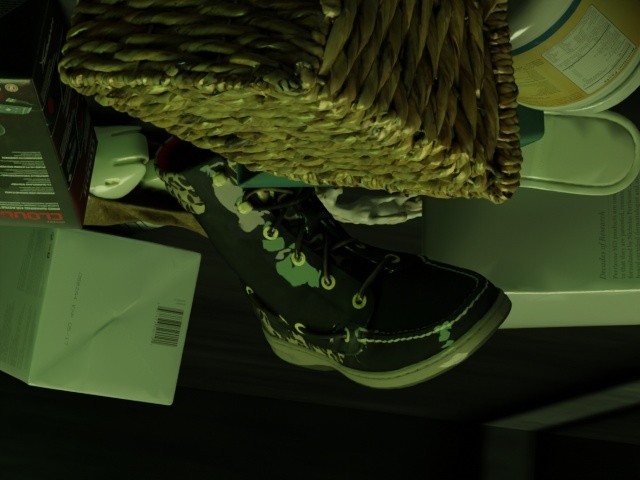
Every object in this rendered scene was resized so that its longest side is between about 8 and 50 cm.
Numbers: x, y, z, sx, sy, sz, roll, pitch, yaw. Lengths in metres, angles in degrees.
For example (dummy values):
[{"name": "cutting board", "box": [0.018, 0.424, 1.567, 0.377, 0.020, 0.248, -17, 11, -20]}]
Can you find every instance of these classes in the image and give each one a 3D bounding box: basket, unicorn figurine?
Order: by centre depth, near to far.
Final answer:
[{"name": "basket", "box": [-0.001, -0.166, 1.344, 0.223, 0.213, 0.299, 24, 169, -39]}, {"name": "unicorn figurine", "box": [0.066, -0.041, 2.187, 0.111, 0.060, 0.162, -7, 162, 39]}]

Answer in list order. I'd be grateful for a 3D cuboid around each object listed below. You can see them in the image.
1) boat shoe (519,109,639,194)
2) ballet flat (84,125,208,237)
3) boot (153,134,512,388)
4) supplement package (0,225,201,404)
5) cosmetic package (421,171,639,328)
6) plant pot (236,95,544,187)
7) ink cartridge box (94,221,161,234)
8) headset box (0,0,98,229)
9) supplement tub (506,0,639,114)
[{"name": "boat shoe", "box": [0.142, -0.108, 1.779, 0.320, 0.116, 0.099, 11, -174, -13]}, {"name": "ballet flat", "box": [-0.190, -0.071, 2.069, 0.342, 0.116, 0.124, 12, 152, -36]}, {"name": "boot", "box": [0.000, 0.000, 1.920, 0.284, 0.138, 0.377, 55, 156, -22]}, {"name": "supplement package", "box": [-0.308, 0.082, 2.414, 0.198, 0.199, 0.263, 11, 180, -28]}, {"name": "cosmetic package", "box": [0.315, 0.004, 2.054, 0.385, 0.156, 0.217, -5, 166, 18]}, {"name": "plant pot", "box": [0.065, -0.133, 1.610, 0.234, 0.165, 0.165, 4, 168, -25]}, {"name": "ink cartridge box", "box": [-0.214, -0.050, 2.273, 0.097, 0.046, 0.207, 13, 164, -35]}, {"name": "headset box", "box": [-0.337, -0.116, 1.764, 0.218, 0.110, 0.293, 4, 151, 5]}, {"name": "supplement tub", "box": [0.162, -0.180, 1.405, 0.144, 0.144, 0.200, -3, 165, 29]}]
